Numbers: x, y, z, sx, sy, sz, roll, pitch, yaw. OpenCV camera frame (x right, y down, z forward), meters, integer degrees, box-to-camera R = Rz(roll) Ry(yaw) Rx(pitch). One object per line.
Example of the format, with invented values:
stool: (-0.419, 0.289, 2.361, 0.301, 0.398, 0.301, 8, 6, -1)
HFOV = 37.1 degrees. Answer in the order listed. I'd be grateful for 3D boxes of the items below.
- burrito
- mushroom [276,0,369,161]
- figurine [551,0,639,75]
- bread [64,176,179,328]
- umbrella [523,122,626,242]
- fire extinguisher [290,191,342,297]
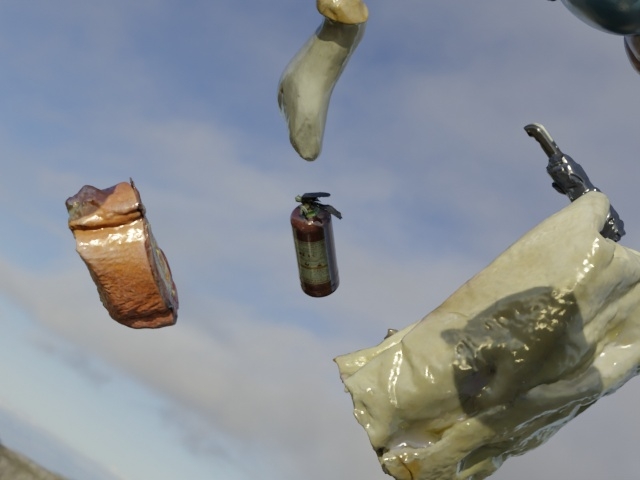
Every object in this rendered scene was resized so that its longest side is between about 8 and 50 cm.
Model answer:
burrito: (0.186, 0.109, 0.915, 0.190, 0.332, 0.135, 55, 8, 3)
mushroom: (0.008, -0.314, 1.742, 0.159, 0.122, 0.328, 50, -42, 26)
figurine: (0.208, -0.149, 0.517, 0.178, 0.144, 0.114, 44, 15, -33)
bread: (-0.315, 0.011, 1.505, 0.190, 0.123, 0.244, -115, -170, -49)
umbrella: (0.421, -0.098, 1.596, 0.248, 0.071, 0.071, 59, -17, 8)
fire extinguisher: (0.000, 0.000, 1.596, 0.099, 0.071, 0.231, 23, -39, 26)
